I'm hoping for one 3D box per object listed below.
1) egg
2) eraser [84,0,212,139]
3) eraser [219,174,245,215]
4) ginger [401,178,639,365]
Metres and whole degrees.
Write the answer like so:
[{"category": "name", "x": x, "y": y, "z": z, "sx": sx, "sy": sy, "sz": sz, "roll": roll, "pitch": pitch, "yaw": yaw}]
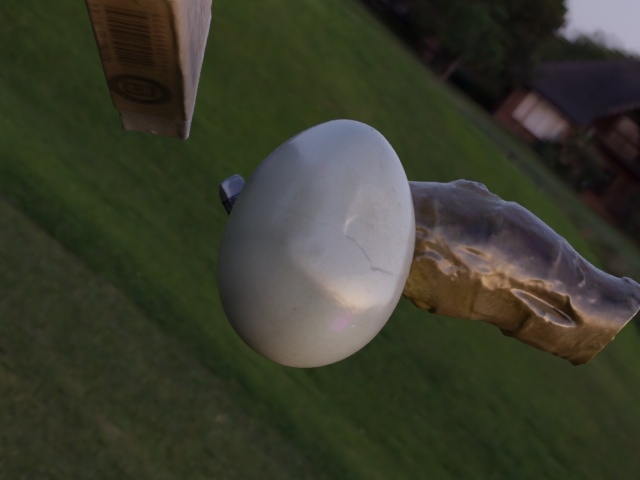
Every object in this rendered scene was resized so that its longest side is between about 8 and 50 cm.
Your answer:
[{"category": "egg", "x": 0.000, "y": 0.000, "z": 1.187, "sx": 0.151, "sy": 0.209, "sz": 0.151, "roll": 19, "pitch": -17, "yaw": 6}, {"category": "eraser", "x": -0.140, "y": -0.207, "z": 1.278, "sx": 0.078, "sy": 0.144, "sz": 0.343, "roll": 10, "pitch": -16, "yaw": 0}, {"category": "eraser", "x": -0.062, "y": -0.011, "z": 1.337, "sx": 0.019, "sy": 0.027, "sz": 0.099, "roll": -26, "pitch": -87, "yaw": 56}, {"category": "ginger", "x": 0.151, "y": 0.021, "z": 1.312, "sx": 0.263, "sy": 0.109, "sz": 0.116, "roll": 23, "pitch": 40, "yaw": -11}]
